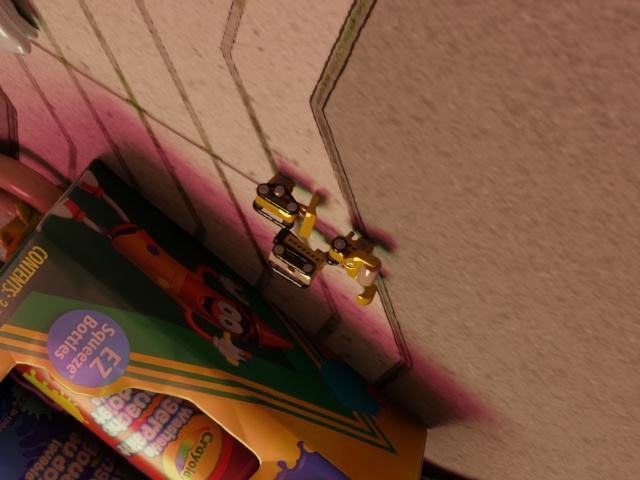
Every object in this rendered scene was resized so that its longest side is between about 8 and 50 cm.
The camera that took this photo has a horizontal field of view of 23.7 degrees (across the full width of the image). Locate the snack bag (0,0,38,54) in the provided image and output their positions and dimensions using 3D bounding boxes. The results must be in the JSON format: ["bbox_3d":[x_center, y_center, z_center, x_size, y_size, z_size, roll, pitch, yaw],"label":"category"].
[{"bbox_3d":[-0.379,-0.277,1.051,0.323,0.037,0.342,21,156,38],"label":"snack bag"}]

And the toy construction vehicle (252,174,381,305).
[{"bbox_3d":[0.000,0.000,1.041,0.098,0.035,0.086,31,150,10],"label":"toy construction vehicle"}]

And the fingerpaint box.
[{"bbox_3d":[-0.194,0.224,1.289,0.371,0.445,0.163,40,-157,-8],"label":"fingerpaint box"}]

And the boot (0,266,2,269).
[{"bbox_3d":[-0.471,0.183,1.864,0.118,0.338,0.222,37,167,32],"label":"boot"}]

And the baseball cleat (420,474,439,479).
[{"bbox_3d":[0.092,0.238,1.372,0.109,0.072,0.206,46,157,-7],"label":"baseball cleat"}]

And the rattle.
[{"bbox_3d":[-0.318,-0.019,1.404,0.200,0.142,0.130,27,178,11],"label":"rattle"}]
